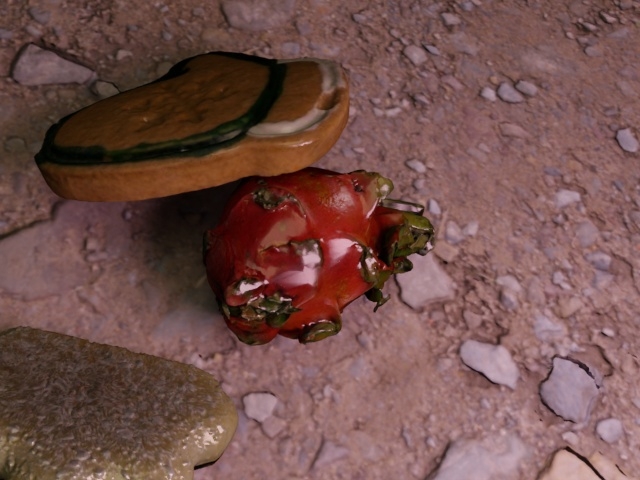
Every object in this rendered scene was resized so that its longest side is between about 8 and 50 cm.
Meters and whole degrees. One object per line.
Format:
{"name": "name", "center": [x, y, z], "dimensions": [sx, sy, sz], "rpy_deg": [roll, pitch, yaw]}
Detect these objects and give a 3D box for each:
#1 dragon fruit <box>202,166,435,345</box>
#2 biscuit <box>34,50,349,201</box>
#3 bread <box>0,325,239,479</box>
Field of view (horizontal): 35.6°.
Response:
{"name": "dragon fruit", "center": [0.008, 0.017, 1.030], "dimensions": [0.269, 0.198, 0.200], "rpy_deg": [11, 47, -20]}
{"name": "biscuit", "center": [-0.133, -0.140, 1.079], "dimensions": [0.343, 0.057, 0.287], "rpy_deg": [-7, 32, 13]}
{"name": "bread", "center": [-0.221, 0.174, 0.926], "dimensions": [0.286, 0.056, 0.207], "rpy_deg": [11, 35, -5]}
